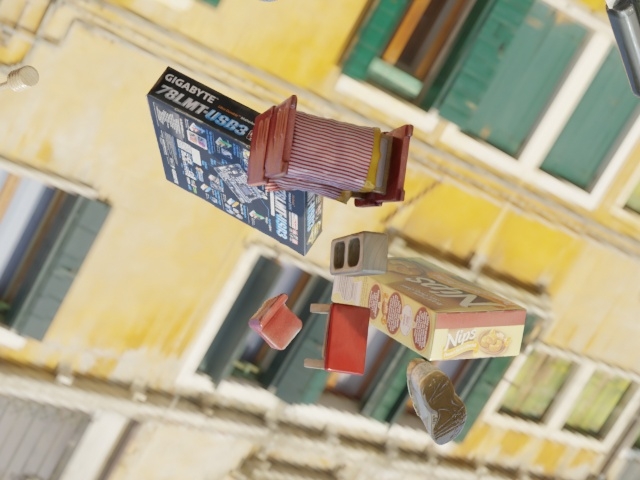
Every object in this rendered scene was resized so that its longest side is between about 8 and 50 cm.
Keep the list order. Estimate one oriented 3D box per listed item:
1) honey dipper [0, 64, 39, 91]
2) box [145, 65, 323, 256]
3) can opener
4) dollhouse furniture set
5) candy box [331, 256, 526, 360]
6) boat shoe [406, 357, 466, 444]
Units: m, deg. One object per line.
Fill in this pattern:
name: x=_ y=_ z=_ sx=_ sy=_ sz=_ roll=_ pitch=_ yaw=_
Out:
honey dipper: x=-0.430 y=-0.208 z=1.719 sx=0.030 sy=0.030 sz=0.160 roll=20 pitch=164 yaw=-36
box: x=-0.133 y=-0.124 z=2.086 sx=0.293 sy=0.073 sz=0.295 roll=27 pitch=158 yaw=13
can opener: x=0.421 y=-0.324 z=1.748 sx=0.280 sy=0.074 sz=0.093 roll=60 pitch=169 yaw=-30
dollhouse furniture set: x=0.000 y=0.000 z=1.847 sx=0.201 sy=0.374 sz=0.152 roll=9 pitch=171 yaw=-22
candy box: x=0.176 y=0.108 z=2.140 sx=0.183 sy=0.087 sz=0.316 roll=-1 pitch=-164 yaw=-30
boat shoe: x=0.157 y=0.219 z=1.751 sx=0.059 sy=0.063 sz=0.170 roll=48 pitch=164 yaw=40
